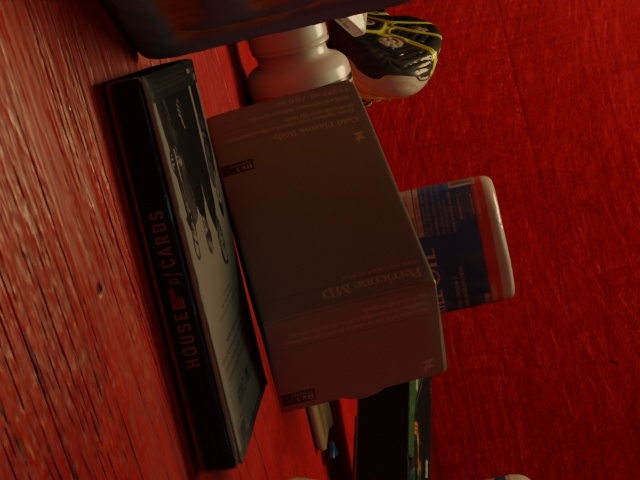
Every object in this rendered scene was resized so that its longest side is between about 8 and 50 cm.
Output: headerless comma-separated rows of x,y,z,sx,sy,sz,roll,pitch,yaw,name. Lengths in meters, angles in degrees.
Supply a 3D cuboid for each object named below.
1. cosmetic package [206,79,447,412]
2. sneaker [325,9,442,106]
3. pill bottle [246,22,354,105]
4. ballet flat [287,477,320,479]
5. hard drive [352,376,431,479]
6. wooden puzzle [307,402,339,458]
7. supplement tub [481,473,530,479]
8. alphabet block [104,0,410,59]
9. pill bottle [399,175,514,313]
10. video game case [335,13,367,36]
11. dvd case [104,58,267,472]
0.000,0.000,1.052,0.238,0.127,0.107,-112,-171,-48,cosmetic package
0.056,-0.223,1.850,0.385,0.145,0.147,-126,-139,-69,sneaker
-0.014,-0.130,1.447,0.108,0.108,0.194,-85,162,-71,pill bottle
0.015,0.287,1.006,0.086,0.086,0.248,58,21,-74,ballet flat
0.082,0.225,1.575,0.237,0.064,0.339,49,42,-75,hard drive
-0.004,0.167,1.428,0.078,0.014,0.116,-34,112,-79,wooden puzzle
0.099,0.289,1.235,0.144,0.199,0.144,-12,90,-84,supplement tub
-0.054,-0.251,0.875,0.192,0.193,0.197,66,13,-73,alphabet block
0.068,0.018,1.377,0.124,0.221,0.124,-12,90,-84,pill bottle
0.008,-0.304,1.425,0.143,0.019,0.157,33,55,-48,video game case
-0.080,0.007,0.913,0.179,0.029,0.239,-71,150,-79,dvd case
